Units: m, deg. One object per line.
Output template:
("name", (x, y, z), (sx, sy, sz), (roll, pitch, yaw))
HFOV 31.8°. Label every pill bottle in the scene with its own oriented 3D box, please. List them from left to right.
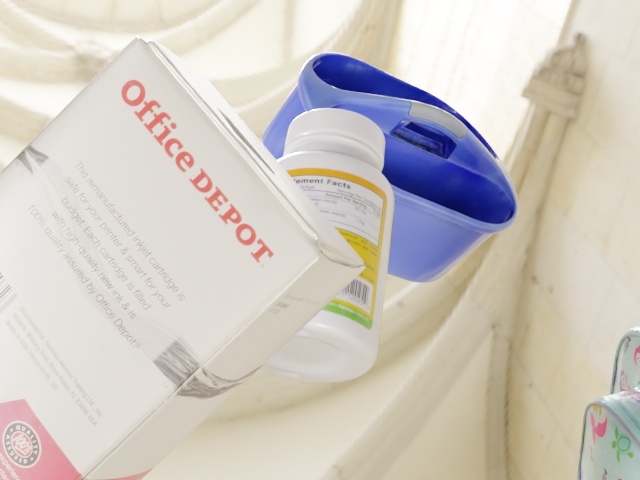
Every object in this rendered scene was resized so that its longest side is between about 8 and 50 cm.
("pill bottle", (0.000, 0.000, 1.083), (0.136, 0.136, 0.246), (12, -119, -6))

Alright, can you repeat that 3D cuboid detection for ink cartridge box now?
("ink cartridge box", (-0.140, 0.034, 0.785), (0.207, 0.283, 0.117), (50, -171, 17))

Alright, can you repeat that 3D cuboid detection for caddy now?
("caddy", (0.093, -0.100, 1.383), (0.341, 0.179, 0.241), (19, -139, -34))

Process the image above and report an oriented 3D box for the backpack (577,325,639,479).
("backpack", (0.324, 0.192, 0.942), (0.191, 0.225, 0.253), (-9, -141, -4))
